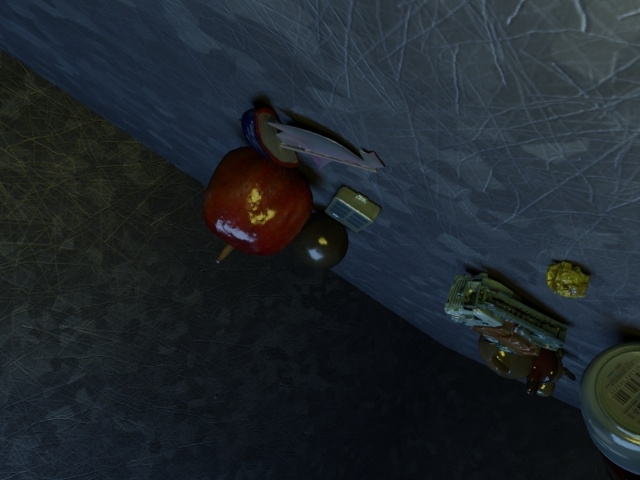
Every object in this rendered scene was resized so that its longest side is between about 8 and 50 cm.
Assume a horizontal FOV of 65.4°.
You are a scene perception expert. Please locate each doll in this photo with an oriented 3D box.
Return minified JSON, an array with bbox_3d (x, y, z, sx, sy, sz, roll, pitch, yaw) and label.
[{"bbox_3d":[0.676,0.389,1.658,0.330,0.235,0.174,25,131,-16],"label":"doll"}]

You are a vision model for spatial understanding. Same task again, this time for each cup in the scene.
[{"bbox_3d":[0.718,0.403,1.058,0.274,0.260,0.356,44,-154,-47],"label":"cup"}]

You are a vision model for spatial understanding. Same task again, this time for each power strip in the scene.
[{"bbox_3d":[0.081,-0.080,1.349,0.118,0.046,0.270,30,173,-2],"label":"power strip"}]

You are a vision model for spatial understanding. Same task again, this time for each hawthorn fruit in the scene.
[{"bbox_3d":[-0.180,-0.075,1.321,0.287,0.330,0.287,35,-177,-2],"label":"hawthorn fruit"}]

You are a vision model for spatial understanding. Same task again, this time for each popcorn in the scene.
[{"bbox_3d":[0.455,0.075,0.925,0.083,0.059,0.068,34,177,45],"label":"popcorn"}]

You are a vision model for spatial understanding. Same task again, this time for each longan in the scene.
[{"bbox_3d":[0.000,0.000,1.635,0.198,0.197,0.212,34,159,-22],"label":"longan"}]

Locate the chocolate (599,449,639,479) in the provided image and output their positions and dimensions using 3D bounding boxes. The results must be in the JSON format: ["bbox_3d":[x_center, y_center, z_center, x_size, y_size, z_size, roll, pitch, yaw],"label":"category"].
[{"bbox_3d":[1.050,0.664,1.496,0.384,0.383,0.331,28,-177,15],"label":"chocolate"}]

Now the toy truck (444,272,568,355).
[{"bbox_3d":[0.480,0.192,1.313,0.339,0.132,0.184,31,162,-23],"label":"toy truck"}]

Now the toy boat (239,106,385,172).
[{"bbox_3d":[-0.041,-0.197,1.006,0.318,0.071,0.219,17,168,47],"label":"toy boat"}]
